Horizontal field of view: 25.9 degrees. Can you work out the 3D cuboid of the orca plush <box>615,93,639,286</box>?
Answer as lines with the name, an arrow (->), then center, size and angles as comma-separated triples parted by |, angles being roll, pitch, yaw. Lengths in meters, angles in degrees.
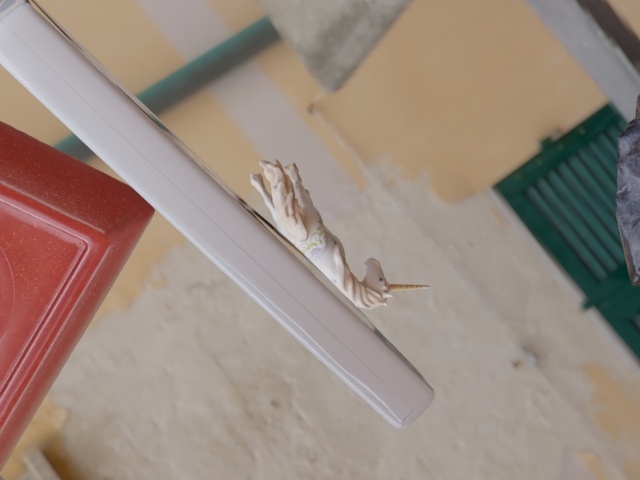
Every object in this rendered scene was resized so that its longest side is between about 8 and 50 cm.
orca plush -> 0.226, -0.007, 0.468 | 0.102, 0.151, 0.287 | 36, 150, -26

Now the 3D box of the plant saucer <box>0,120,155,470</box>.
plant saucer -> -0.284, 0.030, 0.967 | 0.259, 0.258, 0.048 | 28, -167, -20

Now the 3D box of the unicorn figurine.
unicorn figurine -> 0.000, 0.000, 1.097 | 0.162, 0.060, 0.111 | 21, -149, -55

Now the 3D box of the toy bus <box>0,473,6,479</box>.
toy bus -> -0.032, 0.212, 0.292 | 0.332, 0.108, 0.130 | 55, -177, -2

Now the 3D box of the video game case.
video game case -> -0.042, -0.019, 0.425 | 0.157, 0.019, 0.143 | 45, 179, -22
